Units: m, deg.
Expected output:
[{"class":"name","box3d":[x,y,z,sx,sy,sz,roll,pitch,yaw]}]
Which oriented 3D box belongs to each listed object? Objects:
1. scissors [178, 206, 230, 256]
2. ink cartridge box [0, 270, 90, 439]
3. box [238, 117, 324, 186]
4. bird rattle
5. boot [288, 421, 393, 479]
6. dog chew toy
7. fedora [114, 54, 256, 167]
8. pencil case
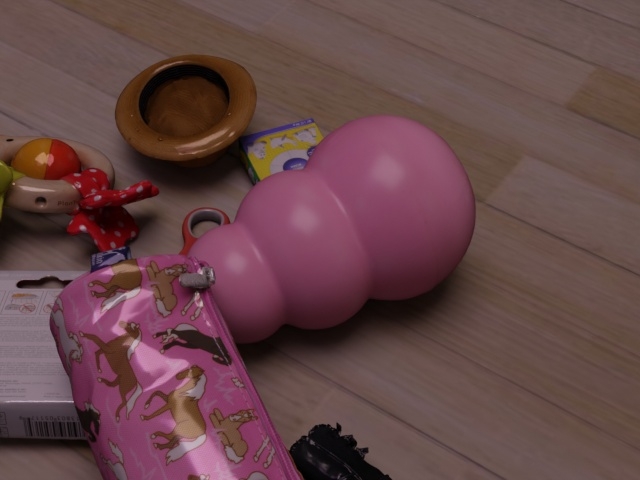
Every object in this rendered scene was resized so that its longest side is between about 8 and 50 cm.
[{"class":"scissors","box3d":[-0.156,0.045,1.271,0.109,0.021,0.297,19,39,16]},{"class":"ink cartridge box","box3d":[-0.310,0.119,1.226,0.189,0.066,0.232,1,29,1]},{"class":"box","box3d":[-0.025,-0.070,1.396,0.105,0.043,0.179,-17,51,-15]},{"class":"bird rattle","box3d":[-0.320,-0.077,1.350,0.253,0.143,0.207,-3,31,-7]},{"class":"boot","box3d":[0.004,0.237,1.108,0.099,0.045,0.121,37,50,26]},{"class":"dog chew toy","box3d":[0.000,0.000,1.233,0.331,0.207,0.207,-27,52,-13]},{"class":"fedora","box3d":[-0.165,-0.153,1.440,0.194,0.079,0.194,-4,49,5]},{"class":"pencil case","box3d":[-0.114,0.190,1.037,0.160,0.167,0.386,-10,58,-32]}]
